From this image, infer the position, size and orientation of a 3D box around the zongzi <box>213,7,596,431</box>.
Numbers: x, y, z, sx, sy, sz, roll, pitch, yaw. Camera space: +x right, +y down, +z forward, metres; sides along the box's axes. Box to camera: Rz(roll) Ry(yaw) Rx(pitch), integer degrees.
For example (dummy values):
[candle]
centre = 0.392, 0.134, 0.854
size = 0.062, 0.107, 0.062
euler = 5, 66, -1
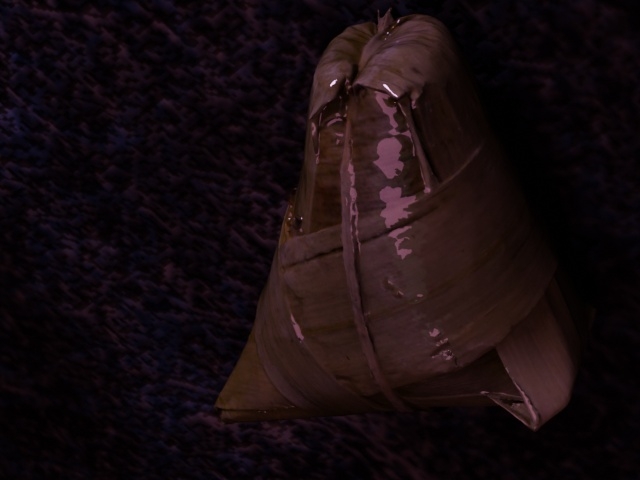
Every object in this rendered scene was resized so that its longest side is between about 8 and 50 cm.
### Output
[zongzi]
centre = 0.000, 0.000, 0.633
size = 0.176, 0.078, 0.160
euler = -8, 118, 34
